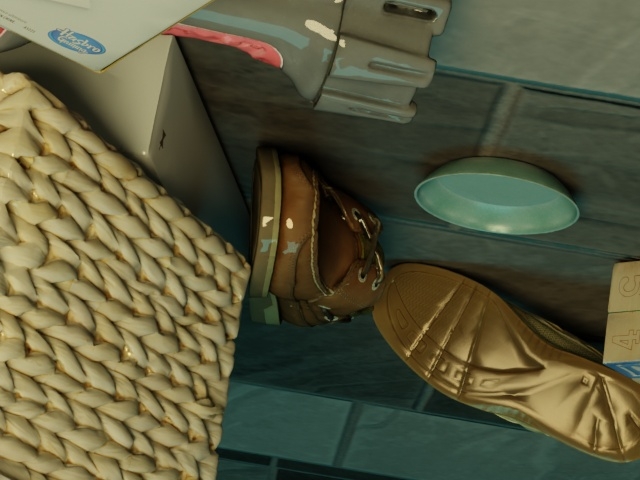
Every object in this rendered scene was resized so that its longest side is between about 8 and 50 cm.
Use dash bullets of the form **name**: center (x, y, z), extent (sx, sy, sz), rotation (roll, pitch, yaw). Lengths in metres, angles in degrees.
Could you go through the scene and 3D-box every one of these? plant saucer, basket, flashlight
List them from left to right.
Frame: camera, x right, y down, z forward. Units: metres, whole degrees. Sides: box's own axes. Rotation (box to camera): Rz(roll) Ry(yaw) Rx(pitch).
- **basket**: center (-0.259, 0.075, 1.124), extent (0.328, 0.266, 0.331), rotation (1, 161, 25)
- **flashlight**: center (-0.090, -0.128, 1.009), extent (0.304, 0.103, 0.103), rotation (12, -172, -10)
- **plant saucer**: center (0.128, -0.034, 1.295), extent (0.119, 0.021, 0.119), rotation (9, 162, 3)

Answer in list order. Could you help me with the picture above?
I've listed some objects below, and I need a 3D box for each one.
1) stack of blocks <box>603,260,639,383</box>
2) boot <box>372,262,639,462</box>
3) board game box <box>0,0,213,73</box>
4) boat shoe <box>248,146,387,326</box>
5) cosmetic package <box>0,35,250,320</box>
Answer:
- **stack of blocks**: center (0.388, 0.069, 1.371), extent (0.297, 0.087, 0.171), rotation (-8, 155, 41)
- **boot**: center (0.174, 0.106, 1.565), extent (0.262, 0.095, 0.203), rotation (26, -178, 11)
- **board game box**: center (-0.089, -0.198, 0.754), extent (0.242, 0.064, 0.316), rotation (25, 145, -38)
- **boat shoe**: center (0.000, 0.000, 1.350), extent (0.104, 0.111, 0.307), rotation (5, 171, 1)
- **cosmetic package**: center (-0.215, -0.045, 1.313), extent (0.284, 0.097, 0.377), rotation (9, 162, 9)
